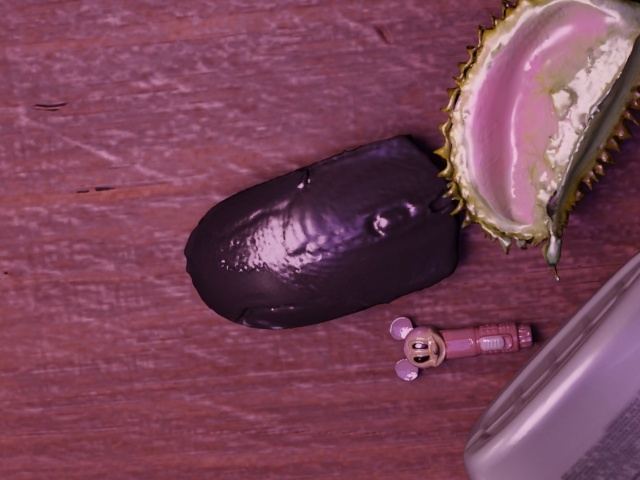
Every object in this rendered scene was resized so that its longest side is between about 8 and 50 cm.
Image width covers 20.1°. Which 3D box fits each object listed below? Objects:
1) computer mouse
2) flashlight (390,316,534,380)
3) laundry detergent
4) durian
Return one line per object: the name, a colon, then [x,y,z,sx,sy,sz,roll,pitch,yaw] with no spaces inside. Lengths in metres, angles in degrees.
computer mouse: [0.000,0.000,1.377,0.217,0.073,0.122,-19,101,5]
flashlight: [0.110,0.080,1.403,0.110,0.031,0.052,-7,100,6]
laundry detergent: [0.332,0.204,1.364,0.398,0.125,0.264,41,99,-5]
durian: [0.167,-0.096,1.335,0.137,0.095,0.220,26,102,16]
